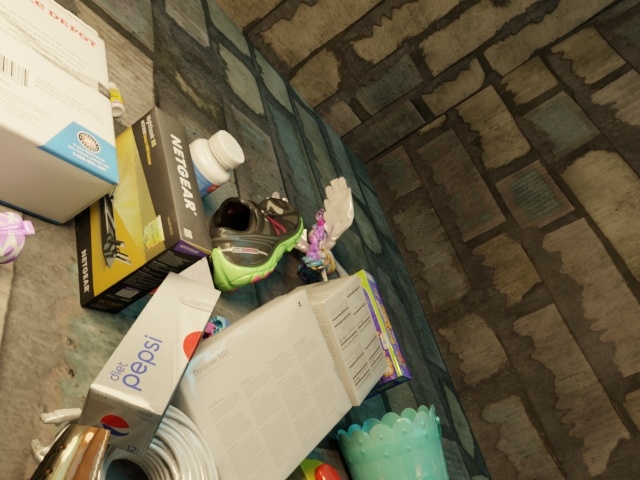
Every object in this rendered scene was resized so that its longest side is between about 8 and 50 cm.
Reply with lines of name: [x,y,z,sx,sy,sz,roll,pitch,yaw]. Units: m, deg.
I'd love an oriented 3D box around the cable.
cable: [-0.263,0.345,0.710,0.257,0.089,0.257,4,51,-56]

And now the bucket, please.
bucket: [0.193,0.557,1.338,0.281,0.281,0.183,17,55,-63]

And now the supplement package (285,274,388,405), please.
supplement package: [0.013,0.255,1.293,0.198,0.199,0.263,-30,103,-57]

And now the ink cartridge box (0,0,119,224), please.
ink cartridge box: [-0.530,-0.266,0.892,0.285,0.166,0.395,33,33,-53]

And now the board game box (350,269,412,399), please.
board game box: [0.101,0.294,1.539,0.078,0.233,0.347,35,30,-51]

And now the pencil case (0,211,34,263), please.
pencil case: [-0.508,-0.008,0.688,0.086,0.088,0.206,62,18,11]

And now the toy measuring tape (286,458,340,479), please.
toy measuring tape: [-0.046,0.482,1.108,0.330,0.121,0.121,55,16,24]

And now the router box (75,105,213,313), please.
router box: [-0.340,-0.057,0.944,0.081,0.242,0.309,31,33,-54]

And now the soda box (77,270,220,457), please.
soda box: [-0.241,0.166,0.763,0.098,0.091,0.286,24,26,-6]

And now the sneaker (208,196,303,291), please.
sneaker: [-0.176,-0.043,1.397,0.483,0.185,0.202,-67,137,-68]

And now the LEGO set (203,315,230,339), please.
LEGO set: [-0.200,0.248,1.078,0.093,0.087,0.227,32,34,-53]

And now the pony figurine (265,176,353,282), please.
pony figurine: [0.000,0.000,1.739,0.363,0.302,0.351,50,24,-71]

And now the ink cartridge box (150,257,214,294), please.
ink cartridge box: [-0.337,0.033,1.107,0.232,0.066,0.189,36,30,-58]

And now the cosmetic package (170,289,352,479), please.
cosmetic package: [-0.113,0.295,0.992,0.377,0.097,0.285,-26,97,-53]

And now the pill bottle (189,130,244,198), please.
pill bottle: [-0.298,-0.168,1.241,0.124,0.221,0.124,49,22,-28]

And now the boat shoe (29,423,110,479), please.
boat shoe: [-0.282,0.367,0.534,0.119,0.122,0.324,26,59,-27]

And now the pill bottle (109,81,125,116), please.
pill bottle: [-0.509,-0.347,1.252,0.043,0.043,0.083,24,39,-59]
